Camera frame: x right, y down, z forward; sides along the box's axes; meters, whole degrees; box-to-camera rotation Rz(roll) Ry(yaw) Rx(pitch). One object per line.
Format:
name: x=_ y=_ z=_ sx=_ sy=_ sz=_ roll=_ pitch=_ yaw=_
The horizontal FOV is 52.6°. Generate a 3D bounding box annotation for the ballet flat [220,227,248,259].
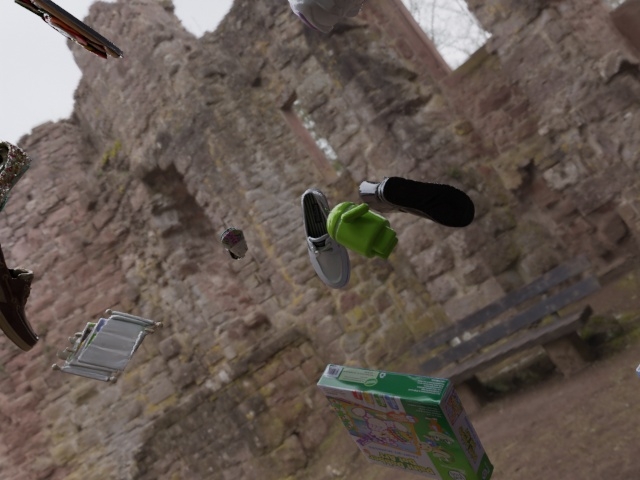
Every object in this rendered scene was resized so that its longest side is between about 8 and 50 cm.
ballet flat: x=-0.257 y=0.018 z=1.980 sx=0.077 sy=0.079 sz=0.221 roll=-34 pitch=-7 yaw=-11

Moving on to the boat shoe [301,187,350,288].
boat shoe: x=0.000 y=0.000 z=1.385 sx=0.083 sy=0.226 sz=0.076 roll=-21 pitch=0 yaw=13

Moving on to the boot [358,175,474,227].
boot: x=0.231 y=-0.099 z=1.595 sx=0.207 sy=0.247 sz=0.094 roll=-164 pitch=88 yaw=-78

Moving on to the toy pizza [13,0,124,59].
toy pizza: x=-0.399 y=-0.337 z=1.004 sx=0.032 sy=0.201 sz=0.201 roll=-56 pitch=-10 yaw=2

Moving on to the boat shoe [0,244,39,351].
boat shoe: x=-0.744 y=0.111 z=1.549 sx=0.123 sy=0.341 sz=0.123 roll=-29 pitch=27 yaw=-22

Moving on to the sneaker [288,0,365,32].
sneaker: x=0.033 y=-0.511 z=1.287 sx=0.152 sy=0.114 sz=0.305 roll=-46 pitch=4 yaw=37

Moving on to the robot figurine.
robot figurine: x=0.059 y=-0.016 z=0.983 sx=0.067 sy=0.115 sz=0.101 roll=-58 pitch=-23 yaw=-10

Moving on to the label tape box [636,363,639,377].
label tape box: x=0.711 y=0.181 z=1.097 sx=0.347 sy=0.249 sz=0.115 roll=-46 pitch=29 yaw=-13

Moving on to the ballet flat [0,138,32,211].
ballet flat: x=-0.605 y=-0.107 z=1.180 sx=0.091 sy=0.077 sz=0.241 roll=-26 pitch=33 yaw=12

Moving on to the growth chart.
growth chart: x=-0.504 y=0.244 z=1.530 sx=0.237 sy=0.172 sz=0.021 roll=-62 pitch=-14 yaw=-54

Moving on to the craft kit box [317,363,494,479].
craft kit box: x=0.150 y=0.329 z=1.150 sx=0.250 sy=0.246 sz=0.061 roll=-2 pitch=43 yaw=39
